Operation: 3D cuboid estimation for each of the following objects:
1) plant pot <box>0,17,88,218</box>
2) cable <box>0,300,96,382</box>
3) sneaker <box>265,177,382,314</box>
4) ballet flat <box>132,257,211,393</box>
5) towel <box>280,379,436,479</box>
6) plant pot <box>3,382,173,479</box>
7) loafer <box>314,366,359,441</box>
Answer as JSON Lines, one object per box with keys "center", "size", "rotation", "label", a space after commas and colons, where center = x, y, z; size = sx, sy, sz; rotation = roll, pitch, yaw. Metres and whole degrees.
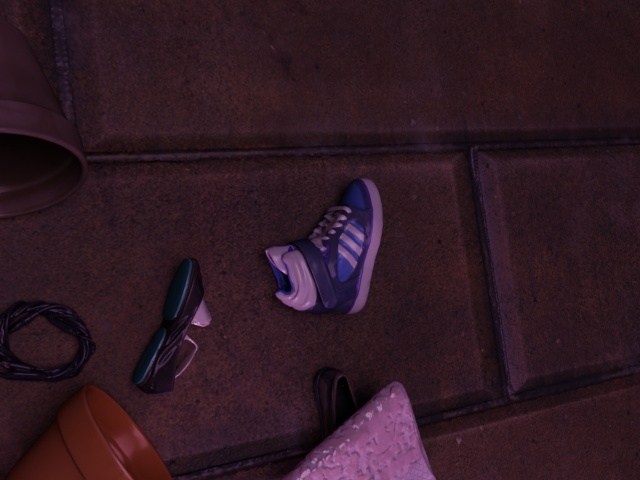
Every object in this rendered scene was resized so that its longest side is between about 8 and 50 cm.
{"center": [-0.589, -0.225, 1.240], "size": [0.323, 0.323, 0.280], "rotation": [-5, 69, -27], "label": "plant pot"}
{"center": [-0.518, 0.189, 1.343], "size": [0.185, 0.047, 0.150], "rotation": [6, 75, -23], "label": "cable"}
{"center": [0.000, 0.000, 1.571], "size": [0.236, 0.130, 0.322], "rotation": [11, 84, -29], "label": "sneaker"}
{"center": [-0.284, 0.176, 1.437], "size": [0.096, 0.095, 0.280], "rotation": [27, 82, -31], "label": "ballet flat"}
{"center": [0.098, 0.515, 1.536], "size": [0.332, 0.053, 0.317], "rotation": [-36, 120, -26], "label": "towel"}
{"center": [-0.406, 0.426, 1.246], "size": [0.203, 0.291, 0.291], "rotation": [-36, 99, -10], "label": "plant pot"}
{"center": [0.054, 0.411, 1.567], "size": [0.096, 0.084, 0.267], "rotation": [-17, 91, -28], "label": "loafer"}
